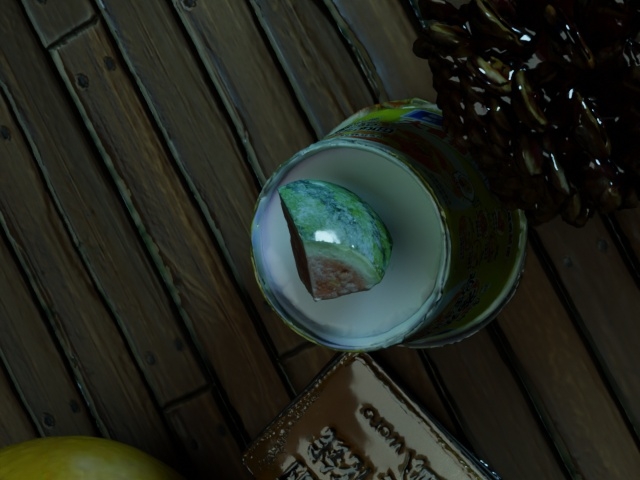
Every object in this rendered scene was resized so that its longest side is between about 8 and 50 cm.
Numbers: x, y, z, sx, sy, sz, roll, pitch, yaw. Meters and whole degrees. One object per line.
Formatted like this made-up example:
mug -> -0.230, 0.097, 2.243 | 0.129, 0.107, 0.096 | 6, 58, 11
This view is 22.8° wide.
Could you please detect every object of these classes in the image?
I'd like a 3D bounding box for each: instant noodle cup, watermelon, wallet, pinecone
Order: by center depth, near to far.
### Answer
watermelon -> 0.001, 0.000, 1.104 | 0.092, 0.084, 0.072 | 35, 100, -7
pinecone -> 0.178, -0.123, 1.120 | 0.222, 0.221, 0.221 | 3, 99, 22
instant noodle cup -> 0.043, -0.003, 1.216 | 0.205, 0.153, 0.204 | 3, 99, 23
wallet -> 0.042, 0.199, 1.304 | 0.195, 0.042, 0.161 | 47, 111, 10

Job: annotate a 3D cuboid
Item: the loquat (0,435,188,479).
loquat -> -0.206, 0.318, 1.282 | 0.329, 0.328, 0.328 | 3, 99, 22
